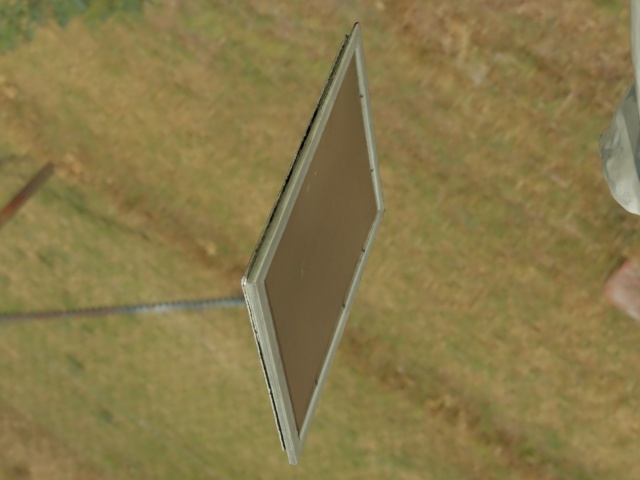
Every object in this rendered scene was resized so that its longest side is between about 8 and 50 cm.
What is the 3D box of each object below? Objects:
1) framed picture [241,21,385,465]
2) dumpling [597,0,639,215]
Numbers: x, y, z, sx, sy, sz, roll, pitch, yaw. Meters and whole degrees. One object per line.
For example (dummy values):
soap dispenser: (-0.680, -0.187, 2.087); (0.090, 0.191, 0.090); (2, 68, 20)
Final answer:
framed picture: (0.000, 0.000, 0.759); (0.011, 0.183, 0.142); (7, 139, 16)
dumpling: (0.163, -0.077, 0.493); (0.124, 0.151, 0.229); (25, 133, -8)
